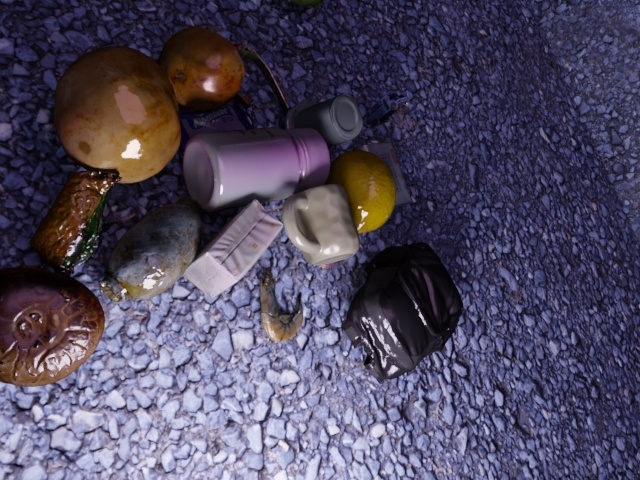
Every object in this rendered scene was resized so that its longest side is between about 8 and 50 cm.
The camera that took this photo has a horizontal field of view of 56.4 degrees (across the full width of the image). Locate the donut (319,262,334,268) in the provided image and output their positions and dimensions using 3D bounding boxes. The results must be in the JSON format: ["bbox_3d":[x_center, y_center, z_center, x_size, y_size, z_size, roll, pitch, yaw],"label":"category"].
[{"bbox_3d":[0.000,0.000,1.851,0.117,0.065,0.166,-34,94,-36],"label":"donut"}]

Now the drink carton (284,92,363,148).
[{"bbox_3d":[0.020,-0.366,1.910,0.191,0.189,0.185,-41,117,-38],"label":"drink carton"}]

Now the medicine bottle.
[{"bbox_3d":[-0.177,-0.214,1.712,0.388,0.219,0.219,-15,81,-37],"label":"medicine bottle"}]

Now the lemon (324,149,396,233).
[{"bbox_3d":[0.125,-0.157,1.895,0.235,0.236,0.263,-7,94,-36],"label":"lemon"}]

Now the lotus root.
[{"bbox_3d":[-0.402,0.014,1.508,0.175,0.175,0.350,43,54,-14],"label":"lotus root"}]

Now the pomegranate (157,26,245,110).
[{"bbox_3d":[-0.340,-0.490,1.704,0.248,0.248,0.248,13,66,-30],"label":"pomegranate"}]

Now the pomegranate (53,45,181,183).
[{"bbox_3d":[-0.512,-0.303,1.477,0.338,0.338,0.338,13,66,-30],"label":"pomegranate"}]

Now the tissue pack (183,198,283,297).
[{"bbox_3d":[-0.235,0.024,1.606,0.124,0.185,0.225,44,53,-9],"label":"tissue pack"}]

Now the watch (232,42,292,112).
[{"bbox_3d":[-0.216,-0.489,1.882,0.165,0.102,0.268,-44,108,-30],"label":"watch"}]

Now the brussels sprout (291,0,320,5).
[{"bbox_3d":[-0.051,-0.994,2.073,0.314,0.276,0.371,14,57,-15],"label":"brussels sprout"}]

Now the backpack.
[{"bbox_3d":[0.237,0.220,1.819,0.445,0.254,0.363,-33,94,-52],"label":"backpack"}]

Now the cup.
[{"bbox_3d":[0.006,-0.047,1.690,0.255,0.173,0.202,32,42,-76],"label":"cup"}]

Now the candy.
[{"bbox_3d":[-0.312,-0.329,1.761,0.275,0.070,0.145,-20,78,-33],"label":"candy"}]

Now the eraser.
[{"bbox_3d":[0.215,-0.221,2.073,0.174,0.081,0.227,-13,81,-33],"label":"eraser"}]

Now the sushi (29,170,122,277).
[{"bbox_3d":[-0.572,-0.048,1.419,0.140,0.149,0.287,31,84,-14],"label":"sushi"}]

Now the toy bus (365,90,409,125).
[{"bbox_3d":[0.237,-0.475,2.129,0.073,0.167,0.076,-24,84,-39],"label":"toy bus"}]

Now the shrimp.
[{"bbox_3d":[-0.112,0.182,1.721,0.150,0.051,0.217,-4,82,-39],"label":"shrimp"}]

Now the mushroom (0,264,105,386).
[{"bbox_3d":[-0.623,0.174,1.298,0.297,0.163,0.278,8,69,-30],"label":"mushroom"}]
